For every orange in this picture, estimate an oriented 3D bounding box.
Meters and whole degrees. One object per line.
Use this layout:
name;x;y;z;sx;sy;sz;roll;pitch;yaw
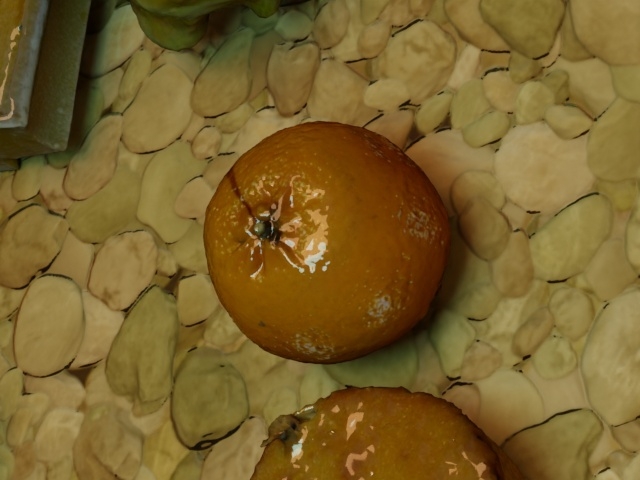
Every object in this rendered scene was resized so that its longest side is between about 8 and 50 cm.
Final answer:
orange;0.000;0.000;1.172;0.193;0.161;0.193;-15;60;27

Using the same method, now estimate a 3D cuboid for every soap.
soap;-0.331;-0.217;1.510;0.259;0.143;0.281;-4;69;39

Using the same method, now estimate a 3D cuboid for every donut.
donut;0.040;0.227;1.081;0.253;0.118;0.253;-14;62;29

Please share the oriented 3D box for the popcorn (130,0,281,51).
popcorn;-0.154;-0.323;1.332;0.326;0.290;0.321;-26;40;-10
